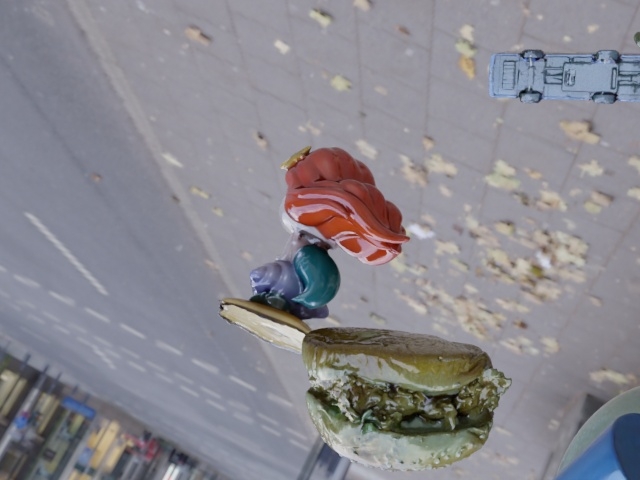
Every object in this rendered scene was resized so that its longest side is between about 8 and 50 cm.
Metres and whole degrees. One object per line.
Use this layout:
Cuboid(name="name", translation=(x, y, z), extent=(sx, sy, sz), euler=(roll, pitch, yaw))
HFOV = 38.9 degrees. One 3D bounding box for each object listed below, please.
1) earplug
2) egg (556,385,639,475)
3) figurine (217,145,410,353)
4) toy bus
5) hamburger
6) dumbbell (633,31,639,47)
Cuboid(name="earplug", translation=(0.271, 0.312, 0.956), extent=(0.132, 0.132, 0.273), euler=(30, 126, -8))
Cuboid(name="egg", translation=(0.519, 0.387, 1.443), extent=(0.258, 0.352, 0.258), euler=(32, 175, 3))
Cuboid(name="figurine", translation=(0.004, 0.004, 1.115), extent=(0.181, 0.257, 0.208), euler=(22, 164, 0))
Cuboid(name="toy bus", translation=(0.242, -0.157, 0.866), extent=(0.153, 0.051, 0.061), euler=(6, -165, 24))
Cuboid(name="hamburger", translation=(0.073, 0.152, 0.908), extent=(0.189, 0.122, 0.215), euler=(1, -177, -20))
Cuboid(name="dumbbell", translation=(0.653, -0.415, 1.729), extent=(0.046, 0.052, 0.118), euler=(17, 131, -23))
